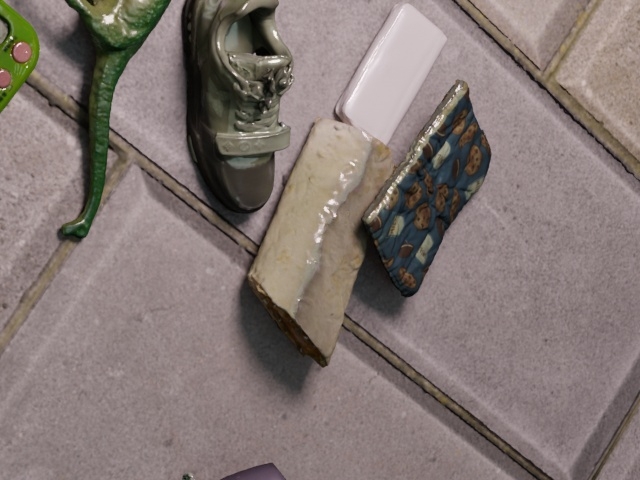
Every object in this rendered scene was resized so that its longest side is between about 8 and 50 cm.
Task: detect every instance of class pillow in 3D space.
[{"bbox_3d":[0.145,-0.065,2.182,0.255,0.034,0.189,-58,147,-21],"label":"pillow"}]

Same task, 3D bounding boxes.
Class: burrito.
[{"bbox_3d":[0.003,0.001,2.127,0.143,0.105,0.299,25,83,-34],"label":"burrito"}]

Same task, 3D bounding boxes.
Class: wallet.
[{"bbox_3d":[0.092,-0.216,2.186,0.095,0.033,0.190,37,78,-26],"label":"wallet"}]

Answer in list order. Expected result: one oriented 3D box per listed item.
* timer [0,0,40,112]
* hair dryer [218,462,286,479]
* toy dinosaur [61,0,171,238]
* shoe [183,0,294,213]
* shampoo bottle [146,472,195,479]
[{"bbox_3d":[-0.397,-0.212,1.902,0.128,0.047,0.140,41,77,-29],"label":"timer"},{"bbox_3d":[-0.106,0.476,2.122,0.301,0.121,0.361,-37,125,-7],"label":"hair dryer"},{"bbox_3d":[-0.201,-0.241,1.987,0.447,0.087,0.301,-38,113,-12],"label":"toy dinosaur"},{"bbox_3d":[-0.089,-0.170,2.024,0.109,0.149,0.293,-15,103,-28],"label":"shoe"},{"bbox_3d":[-0.247,0.342,2.053,0.204,0.065,0.065,-21,107,-26],"label":"shampoo bottle"}]
